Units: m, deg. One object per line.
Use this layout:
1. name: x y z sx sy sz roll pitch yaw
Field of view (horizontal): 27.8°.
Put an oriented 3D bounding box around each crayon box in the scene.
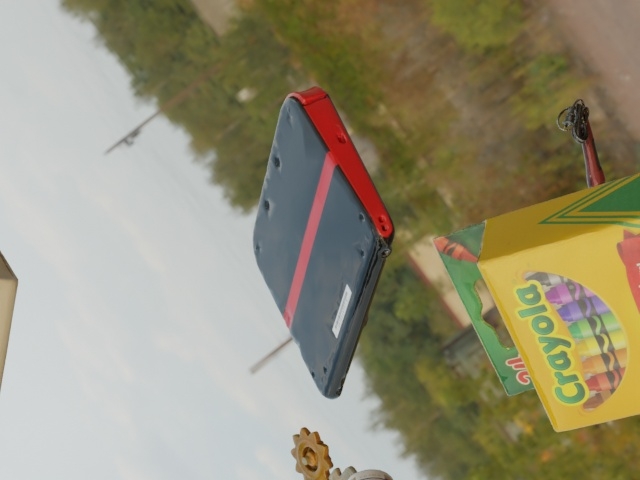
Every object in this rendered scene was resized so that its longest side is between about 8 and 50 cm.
1. crayon box: 0.277 0.051 1.141 0.202 0.319 0.081 61 -155 -24

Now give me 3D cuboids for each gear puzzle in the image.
1. gear puzzle: 0.058 0.393 1.716 0.044 0.175 0.339 -15 -123 -38

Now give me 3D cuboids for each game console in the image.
1. game console: 0.000 0.000 1.949 0.342 0.060 0.386 61 150 36

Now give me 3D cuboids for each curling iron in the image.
1. curling iron: 0.429 -0.089 2.058 0.035 0.068 0.274 -12 92 51

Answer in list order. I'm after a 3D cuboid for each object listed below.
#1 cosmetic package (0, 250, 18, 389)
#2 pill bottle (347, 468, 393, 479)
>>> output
1. cosmetic package: -0.300 0.149 0.820 0.160 0.309 0.113 8 -169 -24
2. pill bottle: 0.066 0.345 1.584 0.067 0.067 0.120 50 -162 -32
